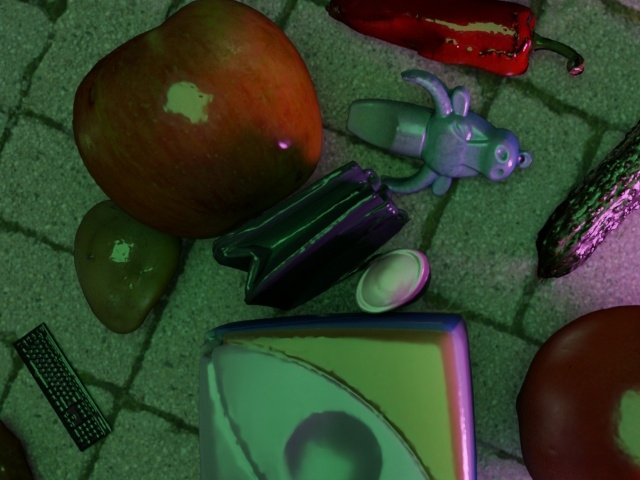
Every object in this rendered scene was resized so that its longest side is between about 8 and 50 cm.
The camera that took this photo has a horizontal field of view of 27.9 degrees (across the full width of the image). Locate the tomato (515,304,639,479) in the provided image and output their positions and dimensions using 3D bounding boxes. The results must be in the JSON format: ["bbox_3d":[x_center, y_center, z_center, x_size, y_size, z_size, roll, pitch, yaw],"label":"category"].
[{"bbox_3d":[0.415,0.245,1.725,0.321,0.321,0.322,0,88,7],"label":"tomato"}]

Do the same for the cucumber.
[{"bbox_3d":[0.427,-0.084,1.830,0.359,0.096,0.096,-44,84,6],"label":"cucumber"}]

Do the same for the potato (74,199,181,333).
[{"bbox_3d":[-0.288,0.038,1.892,0.157,0.157,0.194,9,103,7],"label":"potato"}]

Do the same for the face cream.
[{"bbox_3d":[0.106,0.055,1.770,0.107,0.269,0.073,-42,84,5],"label":"face cream"}]

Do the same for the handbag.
[{"bbox_3d":[-0.001,0.001,1.759,0.238,0.326,0.089,-34,78,6],"label":"handbag"}]

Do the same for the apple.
[{"bbox_3d":[-0.164,-0.162,1.785,0.339,0.339,0.340,0,88,7],"label":"apple"}]

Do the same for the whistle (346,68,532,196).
[{"bbox_3d":[0.172,-0.150,1.860,0.274,0.093,0.186,15,116,10],"label":"whistle"}]

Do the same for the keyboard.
[{"bbox_3d":[-0.392,0.223,1.956,0.063,0.010,0.198,-35,85,7],"label":"keyboard"}]

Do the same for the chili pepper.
[{"bbox_3d":[0.192,-0.303,1.857,0.387,0.110,0.110,12,90,9],"label":"chili pepper"}]

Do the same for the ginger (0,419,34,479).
[{"bbox_3d":[-0.485,0.382,1.919,0.133,0.107,0.309,-15,87,30],"label":"ginger"}]

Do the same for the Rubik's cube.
[{"bbox_3d":[0.034,0.273,1.733,0.352,0.351,0.347,-2,89,4],"label":"Rubik's cube"}]
